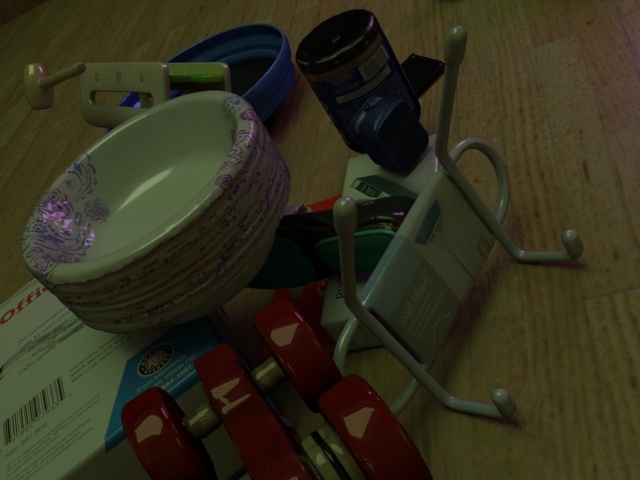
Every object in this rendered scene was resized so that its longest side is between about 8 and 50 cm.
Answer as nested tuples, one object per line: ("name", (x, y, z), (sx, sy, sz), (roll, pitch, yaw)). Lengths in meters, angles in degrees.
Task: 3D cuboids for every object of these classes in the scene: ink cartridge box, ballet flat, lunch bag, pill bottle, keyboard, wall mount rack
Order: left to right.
("ink cartridge box", (-0.253, 0.162, 0.906), (0.285, 0.166, 0.395), (-38, 37, -3))
("ballet flat", (0.000, 0.000, 0.849), (0.281, 0.095, 0.096), (-6, 38, 30))
("ink cartridge box", (0.039, 0.009, 0.930), (0.261, 0.066, 0.296), (-15, 42, 25))
("pill bottle", (0.067, -0.201, 1.007), (0.123, 0.219, 0.122), (-21, 38, 18))
("lunch bag", (0.084, -0.140, 0.920), (0.065, 0.098, 0.067), (21, 68, 50))
("keyboard", (0.115, -0.242, 1.182), (0.180, 0.023, 0.108), (-45, 44, -14))
("wall mount rack", (0.118, -0.004, 0.679), (0.130, 0.304, 0.350), (-4, 47, 50))

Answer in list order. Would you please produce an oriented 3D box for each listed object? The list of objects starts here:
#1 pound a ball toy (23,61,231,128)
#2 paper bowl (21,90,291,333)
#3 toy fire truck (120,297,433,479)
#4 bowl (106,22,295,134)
("pound a ball toy", (-0.322, -0.223, 1.173), (0.208, 0.135, 0.319), (-13, 18, -43))
("paper bowl", (-0.163, -0.022, 0.782), (0.284, 0.148, 0.284), (-20, 38, 17))
("toy fire truck", (-0.011, 0.215, 0.589), (0.169, 0.254, 0.302), (-35, 35, -10))
("bowl", (-0.225, -0.273, 1.372), (0.391, 0.077, 0.391), (-20, 37, 16))
